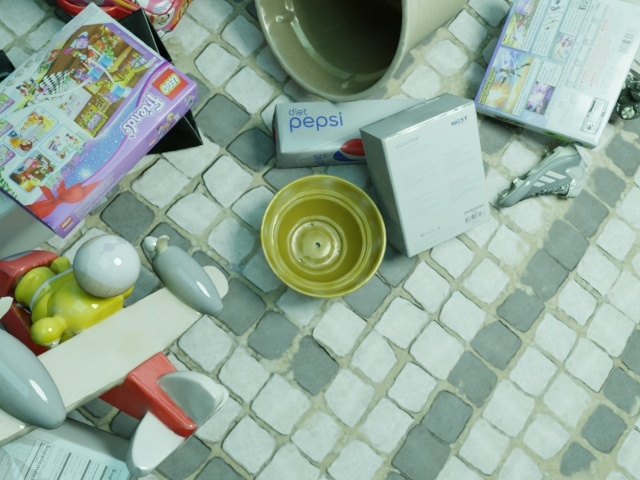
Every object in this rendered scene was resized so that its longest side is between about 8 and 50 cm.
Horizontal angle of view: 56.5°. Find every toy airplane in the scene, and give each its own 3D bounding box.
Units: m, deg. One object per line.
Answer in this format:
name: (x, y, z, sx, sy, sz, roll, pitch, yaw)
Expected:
toy airplane: (-0.292, 0.127, 0.830, 0.385, 0.386, 0.272, 6, 117, -22)

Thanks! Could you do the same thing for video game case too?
video game case: (0.459, -0.342, 1.149, 0.245, 0.061, 0.269, 22, 95, 12)

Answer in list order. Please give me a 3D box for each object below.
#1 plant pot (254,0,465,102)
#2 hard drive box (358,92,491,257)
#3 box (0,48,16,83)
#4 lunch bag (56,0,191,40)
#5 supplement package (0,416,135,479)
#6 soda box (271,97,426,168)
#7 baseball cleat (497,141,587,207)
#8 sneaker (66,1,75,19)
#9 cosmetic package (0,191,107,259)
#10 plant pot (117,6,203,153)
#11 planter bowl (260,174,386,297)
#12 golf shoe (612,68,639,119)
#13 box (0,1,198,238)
plant pot: (0.104, -0.456, 1.061, 0.305, 0.334, 0.333, -35, 84, -36)
hard drive box: (0.189, -0.114, 1.048, 0.181, 0.089, 0.232, -24, 120, -13)
box: (-0.577, -0.285, 1.040, 0.083, 0.062, 0.052, -24, 83, -13)
lunch bag: (-0.365, -0.491, 1.042, 0.293, 0.120, 0.258, 26, 71, -10)
supplement package: (-0.414, 0.355, 0.846, 0.263, 0.199, 0.197, 22, 75, -4)
soda box: (0.057, -0.199, 1.109, 0.287, 0.091, 0.098, -4, 78, -10)
baseball cleat: (0.446, -0.109, 1.163, 0.206, 0.072, 0.109, -39, 90, -13)
sneaker: (-0.421, -0.424, 1.095, 0.078, 0.067, 0.188, -36, 82, -9)
cosmetic package: (-0.541, -0.040, 0.921, 0.366, 0.197, 0.155, -36, 85, -16)
plant pot: (-0.326, -0.245, 1.021, 0.167, 0.188, 0.187, -21, 81, -1)
planter bowl: (0.000, 0.000, 1.053, 0.217, 0.090, 0.217, 2, 77, -8)
golf shoe: (0.550, -0.345, 1.235, 0.273, 0.105, 0.120, 32, 43, 7)
box: (-0.348, -0.176, 0.856, 0.201, 0.057, 0.293, 39, 73, 2)
